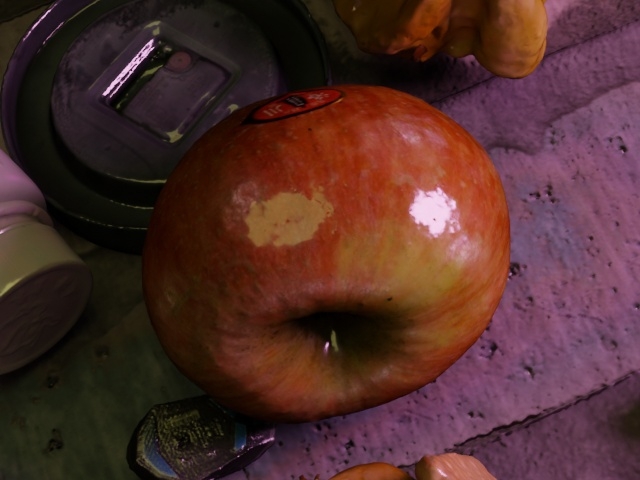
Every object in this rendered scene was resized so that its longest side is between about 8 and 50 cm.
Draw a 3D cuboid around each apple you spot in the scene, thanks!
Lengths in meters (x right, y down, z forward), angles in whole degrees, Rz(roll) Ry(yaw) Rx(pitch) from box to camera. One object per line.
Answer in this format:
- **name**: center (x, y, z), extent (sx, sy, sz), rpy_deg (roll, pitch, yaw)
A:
- **apple**: center (0.000, 0.000, 1.412), extent (0.309, 0.277, 0.250), rpy_deg (2, 44, -20)

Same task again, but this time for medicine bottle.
- **medicine bottle**: center (-0.344, -0.020, 1.518), extent (0.170, 0.170, 0.293), rpy_deg (-40, 65, -15)

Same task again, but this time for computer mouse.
- **computer mouse**: center (-0.103, 0.172, 1.451), extent (0.135, 0.047, 0.079), rpy_deg (-21, 72, -18)

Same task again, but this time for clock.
- **clock**: center (-0.144, -0.132, 1.615), extent (0.319, 0.066, 0.318), rpy_deg (-3, 60, 6)

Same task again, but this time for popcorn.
- **popcorn**: center (0.096, -0.304, 1.580), extent (0.297, 0.281, 0.315), rpy_deg (26, 58, -17)

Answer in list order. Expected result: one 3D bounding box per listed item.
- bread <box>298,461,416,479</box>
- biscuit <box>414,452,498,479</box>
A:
- **bread**: center (-0.005, 0.353, 1.280), extent (0.337, 0.148, 0.328), rpy_deg (-24, 55, -12)
- **biscuit**: center (0.171, 0.261, 1.291), extent (0.030, 0.160, 0.249), rpy_deg (-44, 74, 8)
